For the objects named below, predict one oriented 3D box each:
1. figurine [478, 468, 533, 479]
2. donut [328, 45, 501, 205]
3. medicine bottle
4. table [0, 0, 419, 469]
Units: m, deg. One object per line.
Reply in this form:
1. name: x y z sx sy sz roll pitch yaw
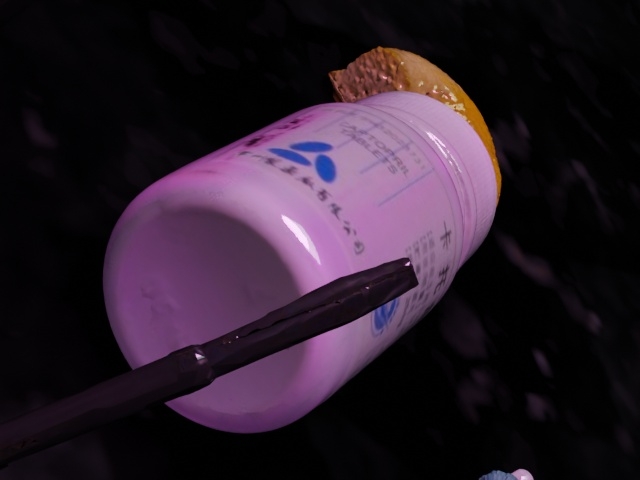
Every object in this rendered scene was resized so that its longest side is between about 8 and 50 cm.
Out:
1. figurine: 0.104 0.166 0.954 0.106 0.047 0.060 -12 75 -56
2. donut: 0.070 -0.058 1.114 0.146 0.078 0.181 33 38 -20
3. medicine bottle: 0.000 0.000 0.900 0.152 0.152 0.254 52 34 4
4. table: -0.107 0.035 0.511 0.317 0.249 0.317 -22 90 -82
